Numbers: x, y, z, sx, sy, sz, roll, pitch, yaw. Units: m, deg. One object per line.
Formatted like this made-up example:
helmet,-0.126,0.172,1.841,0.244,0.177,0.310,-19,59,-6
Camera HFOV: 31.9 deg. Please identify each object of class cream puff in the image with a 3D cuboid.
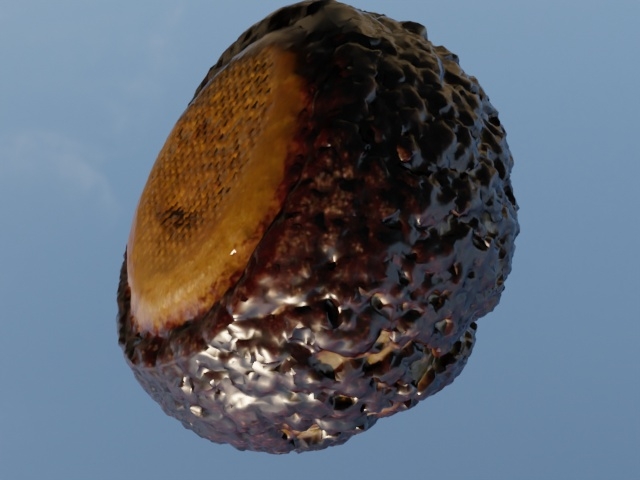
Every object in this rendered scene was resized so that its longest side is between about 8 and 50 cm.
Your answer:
cream puff,0.000,0.000,0.583,0.239,0.165,0.239,-42,-147,36
